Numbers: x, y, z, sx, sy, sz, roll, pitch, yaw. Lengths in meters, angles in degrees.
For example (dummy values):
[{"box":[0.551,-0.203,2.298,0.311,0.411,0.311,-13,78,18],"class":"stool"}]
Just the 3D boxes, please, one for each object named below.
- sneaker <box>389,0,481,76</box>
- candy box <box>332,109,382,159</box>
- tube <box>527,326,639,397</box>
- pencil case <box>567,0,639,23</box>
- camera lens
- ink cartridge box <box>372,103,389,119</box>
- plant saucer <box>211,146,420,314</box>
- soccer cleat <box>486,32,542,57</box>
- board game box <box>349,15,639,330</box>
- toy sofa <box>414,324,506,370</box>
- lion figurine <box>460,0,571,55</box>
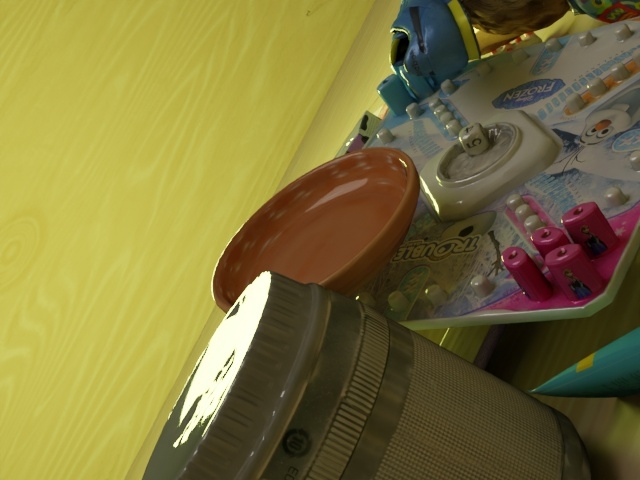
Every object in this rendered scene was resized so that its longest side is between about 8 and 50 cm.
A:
[{"box":[0.096,-0.219,1.195,0.082,0.069,0.209,-22,29,5],"class":"sneaker"},{"box":[0.088,-0.022,1.347,0.165,0.196,0.070,-55,9,29],"class":"candy box"},{"box":[0.228,0.073,0.787,0.207,0.080,0.052,-41,44,54],"class":"tube"},{"box":[0.331,-0.292,1.089,0.119,0.133,0.306,-68,12,-13],"class":"pencil case"},{"box":[0.035,0.171,0.853,0.219,0.274,0.219,-57,11,18],"class":"camera lens"},{"box":[0.091,-0.154,2.074,0.115,0.067,0.198,-64,12,-22],"class":"ink cartridge box"},{"box":[0.000,0.000,0.995,0.200,0.037,0.200,-29,27,16],"class":"plant saucer"},{"box":[0.244,-0.210,1.501,0.068,0.076,0.196,-18,14,23],"class":"soccer cleat"},{"box":[0.137,-0.076,1.052,0.390,0.050,0.390,-8,37,45],"class":"board game box"},{"box":[0.088,0.154,1.098,0.150,0.177,0.362,9,67,55],"class":"toy sofa"},{"box":[0.212,-0.278,1.378,0.240,0.142,0.392,-33,-7,-14],"class":"lion figurine"}]
